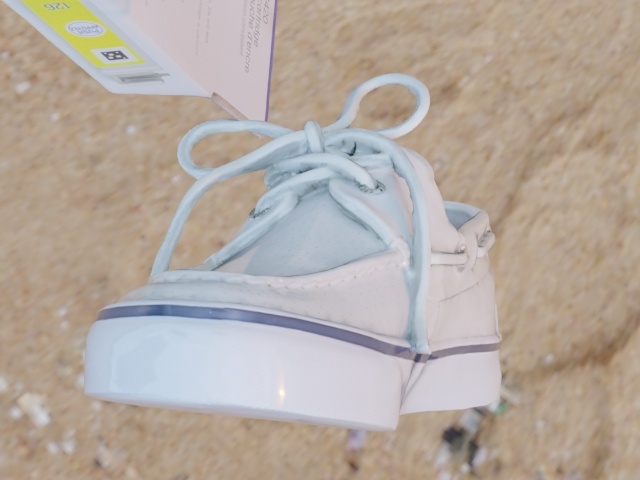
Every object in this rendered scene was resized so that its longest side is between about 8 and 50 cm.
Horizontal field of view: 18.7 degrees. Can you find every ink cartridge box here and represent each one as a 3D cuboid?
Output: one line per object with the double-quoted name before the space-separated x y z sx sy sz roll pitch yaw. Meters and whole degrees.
"ink cartridge box" -0.098 -0.240 1.001 0.072 0.307 0.304 -1 72 17

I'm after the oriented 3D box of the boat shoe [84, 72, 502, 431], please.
"boat shoe" 0.009 0.001 0.881 0.135 0.367 0.156 3 89 23
